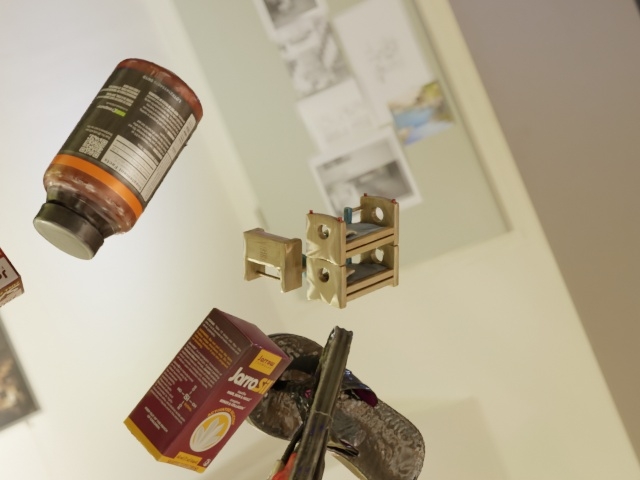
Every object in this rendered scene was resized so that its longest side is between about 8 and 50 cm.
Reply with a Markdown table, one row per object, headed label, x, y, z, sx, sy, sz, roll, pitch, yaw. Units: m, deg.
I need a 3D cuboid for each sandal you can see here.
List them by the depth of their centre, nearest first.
| label | x | y | z | sx | sy | sz | roll | pitch | yaw |
| --- | --- | --- | --- | --- | --- | --- | --- | --- | --- |
| sandal | 0.038 | 0.277 | 2.143 | 0.107 | 0.446 | 0.167 | 0 | -117 | 48 |

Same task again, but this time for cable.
| label | x | y | z | sx | sy | sz | roll | pitch | yaw |
| --- | --- | --- | --- | --- | --- | --- | --- | --- | --- |
| cable | -0.024 | 0.209 | 1.438 | 0.072 | 0.287 | 0.139 | 13 | 155 | 0 |

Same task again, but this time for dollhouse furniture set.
| label | x | y | z | sx | sy | sz | roll | pitch | yaw |
| --- | --- | --- | --- | --- | --- | --- | --- | --- | --- |
| dollhouse furniture set | 0.000 | 0.000 | 1.888 | 0.184 | 0.129 | 0.129 | 15 | -157 | 39 |

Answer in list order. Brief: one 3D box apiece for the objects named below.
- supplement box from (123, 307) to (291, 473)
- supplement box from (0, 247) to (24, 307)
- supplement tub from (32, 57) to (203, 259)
| label | x | y | z | sx | sy | sz | roll | pitch | yaw |
| --- | --- | --- | --- | --- | --- | --- | --- | --- | --- |
| supplement box | -0.139 | 0.188 | 1.658 | 0.188 | 0.081 | 0.104 | -52 | 147 | 4 |
| supplement box | -0.472 | -0.006 | 1.582 | 0.130 | 0.239 | 0.073 | -35 | 170 | -18 |
| supplement tub | -0.207 | -0.079 | 1.335 | 0.198 | 0.106 | 0.106 | -60 | -161 | -21 |
